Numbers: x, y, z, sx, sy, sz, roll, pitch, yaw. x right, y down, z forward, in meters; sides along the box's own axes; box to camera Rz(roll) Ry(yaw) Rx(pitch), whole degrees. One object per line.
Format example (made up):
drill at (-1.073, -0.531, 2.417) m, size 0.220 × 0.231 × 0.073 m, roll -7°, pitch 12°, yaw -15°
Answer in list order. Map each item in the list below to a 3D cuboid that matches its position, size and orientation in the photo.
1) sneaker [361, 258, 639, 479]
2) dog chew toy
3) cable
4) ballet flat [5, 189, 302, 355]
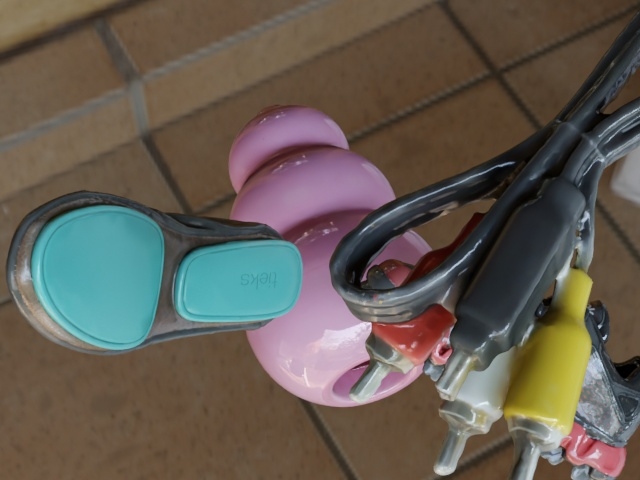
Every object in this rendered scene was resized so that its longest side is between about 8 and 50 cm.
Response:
sneaker at (0.165, 0.083, 1.210) m, size 0.276 × 0.097 × 0.135 m, roll 34°, pitch 98°, yaw -4°
dog chew toy at (0.000, 0.000, 1.468) m, size 0.206 × 0.206 × 0.332 m, roll -16°, pitch 59°, yaw -9°
cable at (0.113, -0.022, 0.713) m, size 0.139 × 0.072 × 0.287 m, roll 28°, pitch 73°, yaw 26°
ballet flat at (-0.120, 0.022, 0.894) m, size 0.096 × 0.280 × 0.095 m, roll 8°, pitch 89°, yaw 31°
